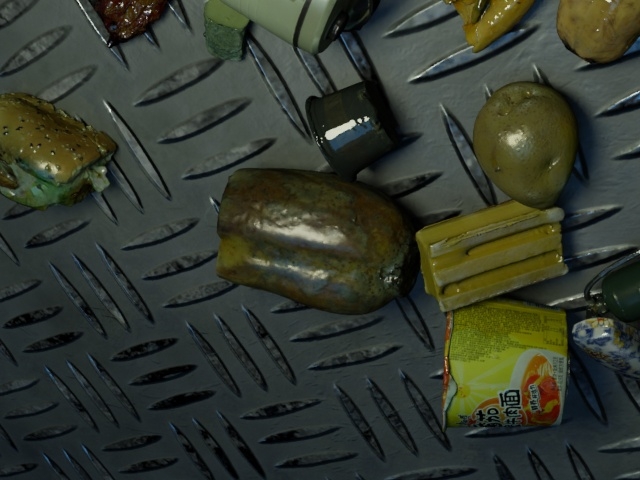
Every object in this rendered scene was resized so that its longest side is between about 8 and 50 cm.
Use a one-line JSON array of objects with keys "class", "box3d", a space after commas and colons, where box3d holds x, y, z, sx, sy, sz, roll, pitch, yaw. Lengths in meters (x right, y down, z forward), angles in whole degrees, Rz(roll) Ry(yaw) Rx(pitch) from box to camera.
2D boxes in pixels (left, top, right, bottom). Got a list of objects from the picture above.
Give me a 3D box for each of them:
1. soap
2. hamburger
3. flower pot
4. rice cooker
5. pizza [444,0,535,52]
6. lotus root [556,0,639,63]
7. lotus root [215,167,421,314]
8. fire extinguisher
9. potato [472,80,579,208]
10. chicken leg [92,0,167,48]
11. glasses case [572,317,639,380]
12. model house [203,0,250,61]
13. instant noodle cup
[{"class": "soap", "box3d": [0.281, 0.018, 1.342, 0.233, 0.076, 0.135, -16, 118, -6]}, {"class": "hamburger", "box3d": [-0.542, -0.161, 1.574, 0.288, 0.192, 0.167, 29, 118, 2]}, {"class": "flower pot", "box3d": [0.059, -0.186, 1.327, 0.107, 0.157, 0.157, -27, 109, 21]}, {"class": "rice cooker", "box3d": [-0.023, -0.398, 1.172, 0.244, 0.226, 0.226, 34, 128, 3]}, {"class": "pizza", "box3d": [0.254, -0.428, 1.121, 0.268, 0.087, 0.258, -29, 111, 33]}, {"class": "lotus root", "box3d": [0.396, -0.339, 1.098, 0.125, 0.118, 0.220, 13, 131, -7]}, {"class": "lotus root", "box3d": [0.000, 0.000, 1.414, 0.346, 0.250, 0.250, 15, 126, 14]}, {"class": "fire extinguisher", "box3d": [0.538, 0.068, 1.324, 0.294, 0.093, 0.118, -32, 106, 37]}, {"class": "potato", "box3d": [0.317, -0.138, 1.258, 0.157, 0.157, 0.194, -4, 133, 25]}, {"class": "chicken leg", "box3d": [-0.308, -0.413, 1.378, 0.105, 0.063, 0.234, 44, 125, -15]}, {"class": "glasses case", "box3d": [0.514, 0.187, 1.372, 0.248, 0.065, 0.087, 26, 152, -34]}, {"class": "model house", "box3d": [-0.160, -0.348, 1.368, 0.079, 0.066, 0.083, 16, 145, -1]}, {"class": "instant noodle cup", "box3d": [0.318, 0.211, 1.426, 0.200, 0.264, 0.264, 3, 123, 10]}]
